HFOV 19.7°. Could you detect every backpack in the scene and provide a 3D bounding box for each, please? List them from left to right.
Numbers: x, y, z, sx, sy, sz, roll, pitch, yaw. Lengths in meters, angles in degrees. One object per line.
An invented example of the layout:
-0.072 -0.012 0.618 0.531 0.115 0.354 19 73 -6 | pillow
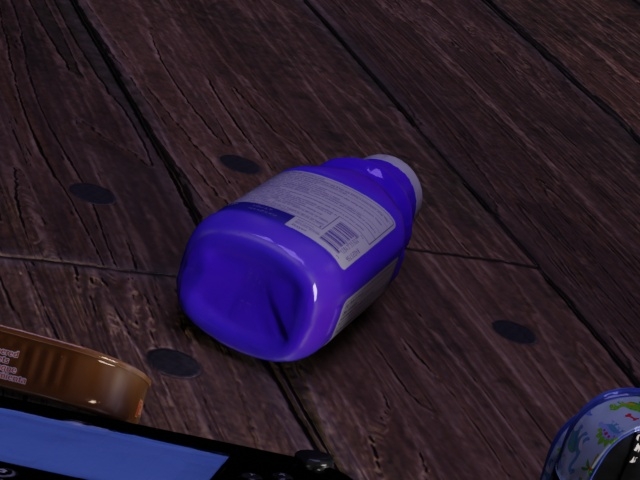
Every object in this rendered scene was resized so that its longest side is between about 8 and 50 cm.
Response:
0.187 0.146 1.118 0.105 0.114 0.084 8 25 -22 | backpack

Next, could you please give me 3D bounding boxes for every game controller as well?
-0.140 0.113 0.916 0.319 0.067 0.166 10 -2 6 | game controller

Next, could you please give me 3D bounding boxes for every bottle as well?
0.000 0.000 1.339 0.118 0.092 0.283 25 23 13 | bottle

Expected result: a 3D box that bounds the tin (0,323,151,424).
-0.191 0.071 1.037 0.190 0.040 0.106 15 -12 -6 | tin
